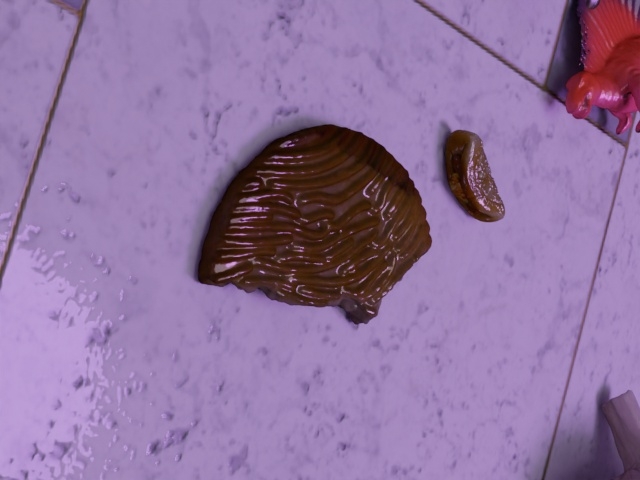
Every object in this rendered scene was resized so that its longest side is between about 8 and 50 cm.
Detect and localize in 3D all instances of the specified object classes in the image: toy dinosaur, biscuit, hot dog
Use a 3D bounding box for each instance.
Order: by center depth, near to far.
[{"bbox_3d":[0.001,0.000,1.210,0.228,0.031,0.176,-36,118,-39],"label":"biscuit"},{"bbox_3d":[0.125,-0.048,1.337,0.034,0.030,0.090,-41,122,-34],"label":"hot dog"},{"bbox_3d":[0.301,-0.192,1.502,0.286,0.070,0.139,-34,96,-41],"label":"toy dinosaur"}]

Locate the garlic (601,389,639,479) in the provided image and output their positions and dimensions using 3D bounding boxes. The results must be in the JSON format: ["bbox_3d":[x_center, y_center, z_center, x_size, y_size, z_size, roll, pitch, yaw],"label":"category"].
[{"bbox_3d":[0.315,0.244,1.500,0.218,0.218,0.212,20,42,-46],"label":"garlic"}]

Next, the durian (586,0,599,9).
[{"bbox_3d":[0.223,-0.290,1.367,0.148,0.091,0.189,-1,88,-34],"label":"durian"}]
